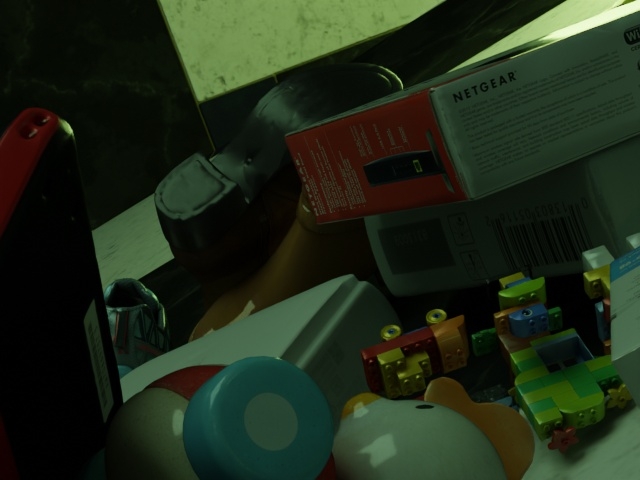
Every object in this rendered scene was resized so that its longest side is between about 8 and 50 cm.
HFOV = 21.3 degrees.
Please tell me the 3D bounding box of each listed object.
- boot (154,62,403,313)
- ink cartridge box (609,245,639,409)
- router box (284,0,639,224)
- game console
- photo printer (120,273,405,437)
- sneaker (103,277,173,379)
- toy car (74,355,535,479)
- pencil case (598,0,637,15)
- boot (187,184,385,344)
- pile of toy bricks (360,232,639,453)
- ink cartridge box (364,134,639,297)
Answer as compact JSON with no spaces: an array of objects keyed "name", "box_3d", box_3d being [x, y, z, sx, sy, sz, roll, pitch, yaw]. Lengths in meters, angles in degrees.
[{"name":"boot","box_3d":[-0.017,-0.018,1.641,0.264,0.096,0.280,-41,-31,-14]},{"name":"ink cartridge box","box_3d":[0.205,0.070,0.914,0.060,0.104,0.180,-30,12,18]},{"name":"router box","box_3d":[0.176,-0.113,1.307,0.335,0.082,0.301,-22,5,-20]},{"name":"game console","box_3d":[-0.193,0.170,0.937,0.060,0.386,0.342,10,50,10]},{"name":"photo printer","box_3d":[-0.103,0.162,1.351,0.307,0.107,0.256,-25,15,35]},{"name":"sneaker","box_3d":[-0.172,0.098,1.642,0.104,0.125,0.262,-1,1,-5]},{"name":"toy car","box_3d":[0.018,0.139,0.964,0.238,0.210,0.219,-27,-5,-33]},{"name":"pencil case","box_3d":[0.248,-0.135,1.627,0.236,0.104,0.104,-37,12,-23]},{"name":"boot","box_3d":[0.000,0.000,1.503,0.283,0.109,0.220,-27,-29,-19]},{"name":"pile of toy bricks","box_3d":[0.142,0.088,1.073,0.212,0.118,0.105,-19,39,-7]},{"name":"ink cartridge box","box_3d":[0.272,-0.064,1.403,0.385,0.091,0.308,-21,4,-30]}]
